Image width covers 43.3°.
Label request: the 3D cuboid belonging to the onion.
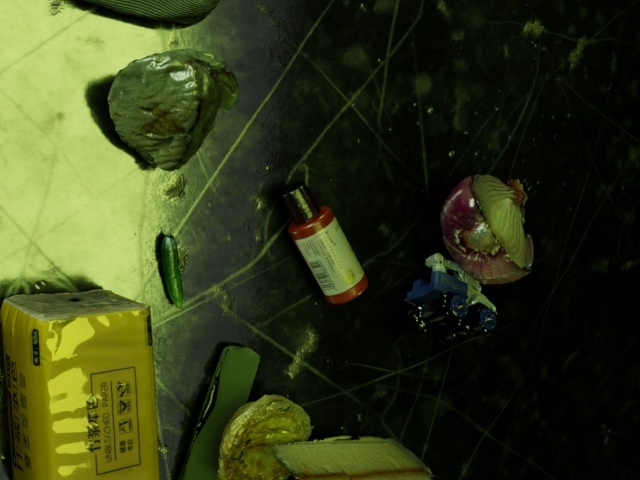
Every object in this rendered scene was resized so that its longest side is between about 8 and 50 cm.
[{"bbox_3d":[0.399,-0.037,1.953,0.267,0.159,0.348,61,31,-6],"label":"onion"}]

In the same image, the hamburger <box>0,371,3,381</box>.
[{"bbox_3d":[-0.655,0.248,1.383,0.190,0.182,0.118,-3,83,14],"label":"hamburger"}]

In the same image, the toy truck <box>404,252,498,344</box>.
[{"bbox_3d":[0.317,0.143,1.931,0.213,0.161,0.177,24,59,-29],"label":"toy truck"}]

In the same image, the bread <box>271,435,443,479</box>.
[{"bbox_3d":[0.086,0.479,1.661,0.242,0.345,0.405,-45,128,-12],"label":"bread"}]

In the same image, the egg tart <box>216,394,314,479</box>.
[{"bbox_3d":[-0.128,0.423,1.708,0.252,0.098,0.232,-4,106,-44],"label":"egg tart"}]

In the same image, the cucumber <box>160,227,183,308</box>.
[{"bbox_3d":[-0.302,0.056,1.633,0.039,0.039,0.168,-12,102,-27],"label":"cucumber"}]

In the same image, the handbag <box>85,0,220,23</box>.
[{"bbox_3d":[-0.303,-0.553,1.472,0.340,0.240,0.247,8,86,-28],"label":"handbag"}]

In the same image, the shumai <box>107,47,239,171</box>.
[{"bbox_3d":[-0.275,-0.283,1.546,0.189,0.256,0.218,34,45,-1],"label":"shumai"}]

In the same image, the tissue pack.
[{"bbox_3d":[-0.431,0.293,1.440,0.228,0.293,0.382,-7,98,-33],"label":"tissue pack"}]

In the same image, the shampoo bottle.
[{"bbox_3d":[0.000,0.000,1.755,0.104,0.104,0.278,-36,110,-21],"label":"shampoo bottle"}]

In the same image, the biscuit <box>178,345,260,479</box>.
[{"bbox_3d":[-0.216,0.377,1.706,0.099,0.038,0.323,21,83,-32],"label":"biscuit"}]
